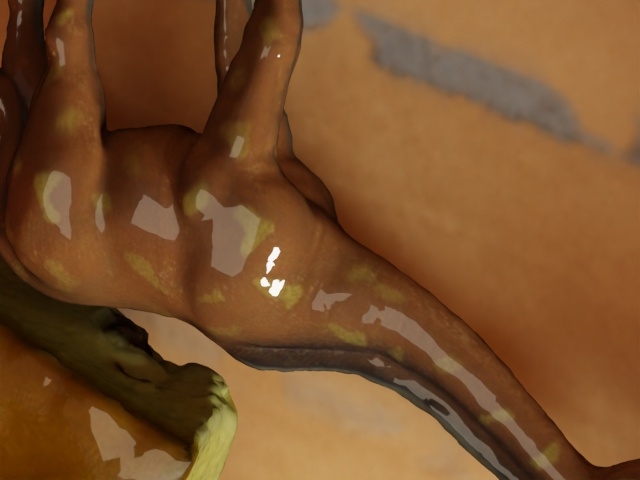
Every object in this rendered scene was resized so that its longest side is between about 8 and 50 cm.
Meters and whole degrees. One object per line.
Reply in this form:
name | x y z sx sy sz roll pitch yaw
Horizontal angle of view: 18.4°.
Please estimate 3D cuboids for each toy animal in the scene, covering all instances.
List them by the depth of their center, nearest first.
toy animal | 0.000 0.000 0.625 0.224 0.066 0.230 -8 86 14

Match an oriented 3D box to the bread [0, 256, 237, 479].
bread | -0.196 0.026 0.708 0.361 0.077 0.138 31 117 17
